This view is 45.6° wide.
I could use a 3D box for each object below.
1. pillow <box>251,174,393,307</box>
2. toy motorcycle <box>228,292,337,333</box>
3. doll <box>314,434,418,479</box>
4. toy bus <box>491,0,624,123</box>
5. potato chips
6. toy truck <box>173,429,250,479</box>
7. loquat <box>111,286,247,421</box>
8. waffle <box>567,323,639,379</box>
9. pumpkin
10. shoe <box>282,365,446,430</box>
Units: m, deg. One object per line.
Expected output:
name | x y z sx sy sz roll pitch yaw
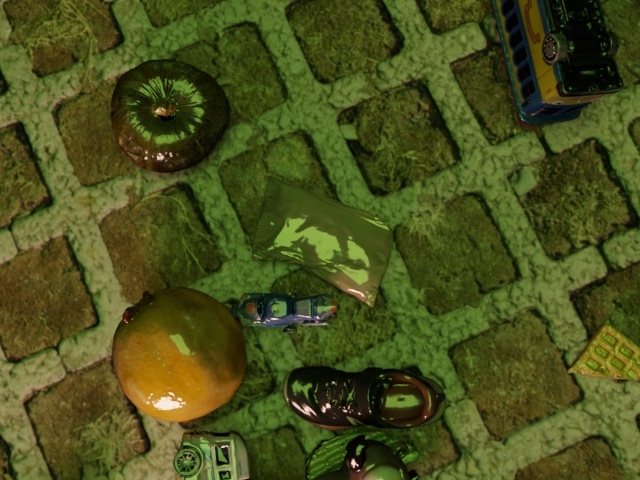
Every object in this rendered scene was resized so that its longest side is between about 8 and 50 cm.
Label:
pillow | 0.000 0.000 1.406 0.270 0.067 0.173 20 75 4
toy motorcycle | -0.072 0.125 1.359 0.205 0.114 0.076 0 79 1
doll | 0.052 0.434 1.286 0.257 0.182 0.117 -40 39 7
toy bus | 0.434 -0.378 1.411 0.138 0.175 0.287 -7 80 -17
potato chips | 0.069 0.382 1.354 0.208 0.028 0.091 -18 86 1
toy truck | -0.163 0.457 1.299 0.156 0.124 0.267 -6 82 -8
loquat | -0.243 0.195 1.311 0.239 0.193 0.238 2 104 7
waffle | 0.558 0.249 1.372 0.191 0.032 0.125 39 81 8
pumpkin | -0.286 -0.231 1.403 0.219 0.162 0.218 0 83 -3
shoe | 0.077 0.277 1.320 0.291 0.137 0.114 3 79 2
